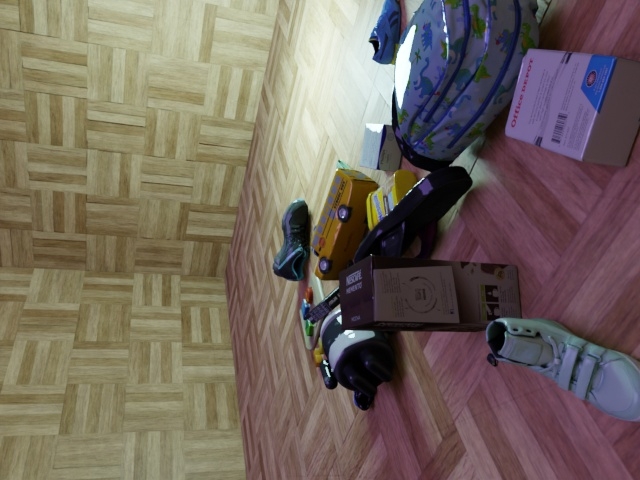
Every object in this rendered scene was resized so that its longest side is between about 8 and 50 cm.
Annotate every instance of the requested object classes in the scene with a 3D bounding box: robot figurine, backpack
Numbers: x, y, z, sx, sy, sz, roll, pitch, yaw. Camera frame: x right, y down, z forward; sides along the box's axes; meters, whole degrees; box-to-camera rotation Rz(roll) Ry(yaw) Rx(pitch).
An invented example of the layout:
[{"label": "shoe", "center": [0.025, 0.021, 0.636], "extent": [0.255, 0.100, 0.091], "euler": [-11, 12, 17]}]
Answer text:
[{"label": "robot figurine", "center": [0.100, 0.297, 1.543], "extent": [0.278, 0.208, 0.174], "euler": [-121, 23, -62]}, {"label": "backpack", "center": [0.268, -0.342, 1.106], "extent": [0.355, 0.273, 0.291], "euler": [-28, 52, 55]}]

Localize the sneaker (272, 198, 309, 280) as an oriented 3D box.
[{"label": "sneaker", "center": [-0.090, 0.002, 2.325], "extent": [0.139, 0.125, 0.341], "euler": [22, 106, 42]}]

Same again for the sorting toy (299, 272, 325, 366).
[{"label": "sorting toy", "center": [-0.027, 0.304, 2.129], "extent": [0.307, 0.041, 0.229], "euler": [-105, 26, -45]}]

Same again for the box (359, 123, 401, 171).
[{"label": "box", "center": [0.173, -0.263, 1.596], "extent": [0.137, 0.072, 0.126], "euler": [-143, 59, -69]}]

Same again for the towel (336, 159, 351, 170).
[{"label": "towel", "center": [0.055, -0.095, 1.931], "extent": [0.248, 0.038, 0.325], "euler": [-115, 33, -71]}]

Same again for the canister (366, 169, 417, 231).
[{"label": "canister", "center": [0.192, -0.100, 1.505], "extent": [0.170, 0.073, 0.126], "euler": [135, 135, -61]}]

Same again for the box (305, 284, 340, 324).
[{"label": "box", "center": [0.054, 0.166, 1.723], "extent": [0.045, 0.184, 0.191], "euler": [51, 153, 5]}]

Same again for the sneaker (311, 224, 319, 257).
[{"label": "sneaker", "center": [0.000, 0.000, 2.101], "extent": [0.059, 0.053, 0.144], "euler": [-106, 19, -48]}]

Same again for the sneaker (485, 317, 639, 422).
[{"label": "sneaker", "center": [0.350, 0.188, 0.834], "extent": [0.256, 0.150, 0.094], "euler": [-142, 60, -67]}]

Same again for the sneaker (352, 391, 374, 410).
[{"label": "sneaker", "center": [0.120, 0.411, 1.626], "extent": [0.084, 0.058, 0.152], "euler": [-176, 86, -78]}]

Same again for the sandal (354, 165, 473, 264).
[{"label": "sandal", "center": [0.205, -0.004, 1.322], "extent": [0.107, 0.167, 0.446], "euler": [66, 152, 21]}]

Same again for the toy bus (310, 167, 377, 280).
[{"label": "toy bus", "center": [0.063, -0.043, 1.742], "extent": [0.130, 0.108, 0.333], "euler": [41, 120, 43]}]

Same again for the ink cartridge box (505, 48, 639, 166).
[{"label": "ink cartridge box", "center": [0.395, -0.213, 0.886], "extent": [0.203, 0.085, 0.148], "euler": [-125, 42, -63]}]

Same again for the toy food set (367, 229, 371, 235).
[{"label": "toy food set", "center": [0.160, -0.007, 1.663], "extent": [0.083, 0.020, 0.083], "euler": [-137, 54, -68]}]

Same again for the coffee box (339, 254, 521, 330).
[{"label": "coffee box", "center": [0.201, 0.108, 1.071], "extent": [0.168, 0.296, 0.119], "euler": [145, 127, -67]}]

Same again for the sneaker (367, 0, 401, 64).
[{"label": "sneaker", "center": [0.182, -0.611, 1.634], "extent": [0.069, 0.082, 0.210], "euler": [158, 116, -72]}]
